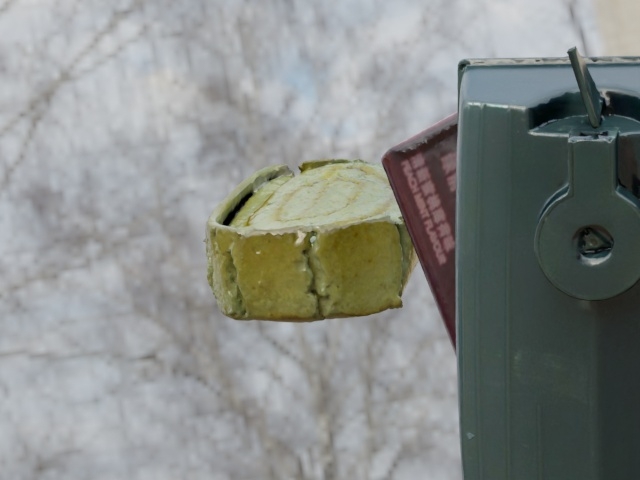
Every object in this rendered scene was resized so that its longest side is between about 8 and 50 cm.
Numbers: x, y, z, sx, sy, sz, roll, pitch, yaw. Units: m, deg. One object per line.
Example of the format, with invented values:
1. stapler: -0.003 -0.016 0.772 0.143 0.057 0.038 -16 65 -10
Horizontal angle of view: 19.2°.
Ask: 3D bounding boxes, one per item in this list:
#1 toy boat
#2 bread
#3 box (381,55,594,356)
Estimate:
1. toy boat: 0.089 0.055 0.591 0.093 0.246 0.103 0 13 12
2. bread: 0.000 0.000 1.052 0.117 0.064 0.156 4 18 14
3. box: 0.119 0.038 0.868 0.120 0.224 0.069 -26 -13 34
